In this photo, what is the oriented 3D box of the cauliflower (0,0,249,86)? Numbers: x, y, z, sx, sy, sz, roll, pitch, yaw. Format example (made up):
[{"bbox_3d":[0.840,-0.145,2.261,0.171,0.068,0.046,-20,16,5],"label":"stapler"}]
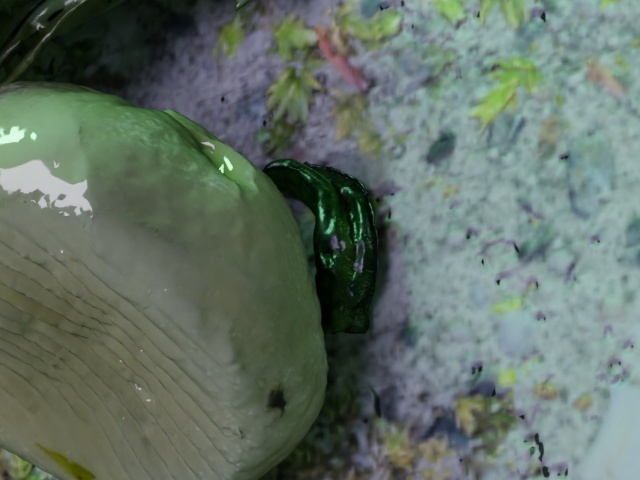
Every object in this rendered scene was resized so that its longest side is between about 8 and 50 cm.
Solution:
[{"bbox_3d":[-0.189,-0.200,1.120,0.281,0.260,0.327,-28,24,7],"label":"cauliflower"}]

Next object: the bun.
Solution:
[{"bbox_3d":[-0.115,0.013,1.050,0.259,0.259,0.160,-7,38,34],"label":"bun"}]

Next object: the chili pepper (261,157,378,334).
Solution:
[{"bbox_3d":[0.004,-0.006,1.068,0.055,0.035,0.118,-33,63,17],"label":"chili pepper"}]
